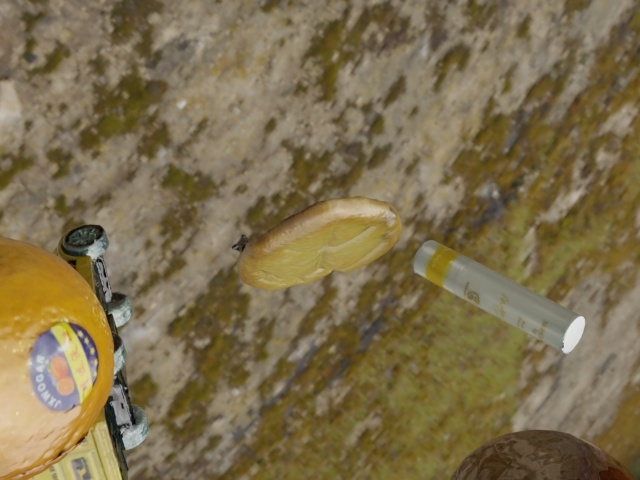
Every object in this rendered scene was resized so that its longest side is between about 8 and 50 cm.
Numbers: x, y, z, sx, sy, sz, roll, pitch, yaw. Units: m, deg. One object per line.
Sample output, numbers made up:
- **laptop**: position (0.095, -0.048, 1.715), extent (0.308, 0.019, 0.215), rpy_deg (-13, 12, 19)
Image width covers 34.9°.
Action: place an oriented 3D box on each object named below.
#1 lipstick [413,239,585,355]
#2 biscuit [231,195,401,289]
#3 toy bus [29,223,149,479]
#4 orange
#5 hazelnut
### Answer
- **lipstick**: position (0.247, 0.076, 1.433), extent (0.059, 0.264, 0.059), rpy_deg (-30, 134, -36)
- **biscuit**: position (0.000, 0.005, 1.172), extent (0.203, 0.041, 0.260), rpy_deg (-9, 163, -9)
- **toy bus**: position (-0.252, 0.118, 1.034), extent (0.123, 0.335, 0.121), rpy_deg (-14, 125, -7)
- **orange**: position (-0.268, 0.090, 0.770), extent (0.219, 0.219, 0.193), rpy_deg (-32, 106, -32)
- **hazelnut**: position (0.305, 0.463, 1.394), extent (0.359, 0.359, 0.409), rpy_deg (-64, 173, 23)
